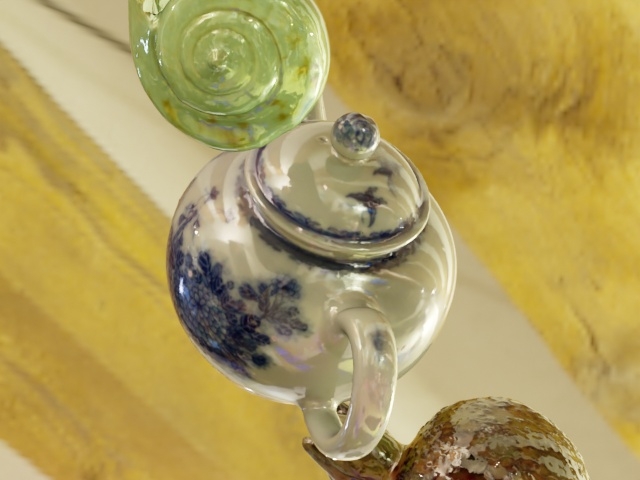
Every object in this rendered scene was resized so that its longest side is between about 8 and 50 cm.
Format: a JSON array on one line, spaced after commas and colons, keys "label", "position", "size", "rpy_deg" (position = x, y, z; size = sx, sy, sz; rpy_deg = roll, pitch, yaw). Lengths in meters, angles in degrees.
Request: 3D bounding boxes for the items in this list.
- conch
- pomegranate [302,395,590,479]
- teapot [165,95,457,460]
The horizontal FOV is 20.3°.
[{"label": "conch", "position": [-0.068, -0.161, 1.295], "size": [0.143, 0.251, 0.137], "rpy_deg": [1, -59, -6]}, {"label": "pomegranate", "position": [0.137, 0.292, 2.038], "size": [0.340, 0.285, 0.285], "rpy_deg": [25, -36, 6]}, {"label": "teapot", "position": [0.000, 0.000, 1.523], "size": [0.252, 0.424, 0.280], "rpy_deg": [3, -44, -16]}]
